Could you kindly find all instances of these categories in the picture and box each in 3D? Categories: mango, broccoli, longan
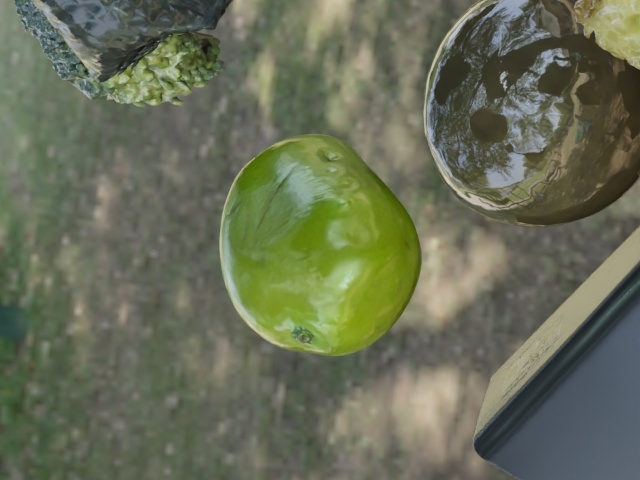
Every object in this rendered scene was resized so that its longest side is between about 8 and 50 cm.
[{"bbox_3d":[-0.005,0.004,1.083,0.117,0.089,0.163,-34,38,-2],"label":"mango"},{"bbox_3d":[-0.134,-0.199,1.258,0.226,0.176,0.198,-52,43,47],"label":"broccoli"},{"bbox_3d":[0.166,-0.105,1.253,0.159,0.185,0.204,38,95,43],"label":"longan"}]

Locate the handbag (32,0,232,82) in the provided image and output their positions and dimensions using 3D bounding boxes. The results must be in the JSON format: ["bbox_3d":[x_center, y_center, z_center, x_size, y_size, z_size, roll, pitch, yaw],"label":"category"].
[{"bbox_3d":[-0.102,-0.208,0.989,0.088,0.175,0.270,-22,24,37],"label":"handbag"}]

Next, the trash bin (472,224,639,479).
[{"bbox_3d":[0.250,0.104,1.367,0.225,0.165,0.115,-54,6,36],"label":"trash bin"}]

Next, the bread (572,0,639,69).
[{"bbox_3d":[0.243,-0.167,0.822,0.260,0.160,0.147,-37,32,54],"label":"bread"}]
